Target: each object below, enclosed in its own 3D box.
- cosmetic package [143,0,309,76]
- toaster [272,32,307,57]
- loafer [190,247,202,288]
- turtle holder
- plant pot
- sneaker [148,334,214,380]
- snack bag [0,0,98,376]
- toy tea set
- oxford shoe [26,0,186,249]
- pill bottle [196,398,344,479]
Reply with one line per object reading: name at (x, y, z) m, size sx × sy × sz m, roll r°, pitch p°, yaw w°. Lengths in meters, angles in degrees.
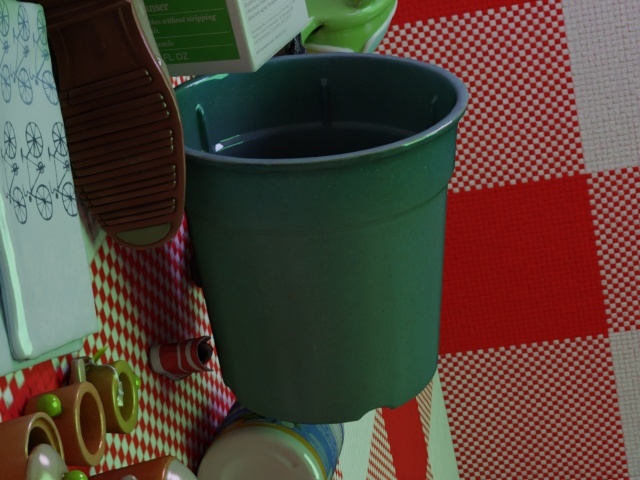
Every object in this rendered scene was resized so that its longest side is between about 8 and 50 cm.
cosmetic package at (-0.159, -0.366, 1.464) m, size 0.155 × 0.197 × 0.365 m, roll -50°, pitch 132°, yaw -51°
toaster at (-0.100, -0.306, 1.920) m, size 0.129 × 0.147 × 0.226 m, roll 60°, pitch 23°, yaw -61°
loafer at (-0.126, -0.055, 1.823) m, size 0.109 × 0.095 × 0.302 m, roll 40°, pitch 27°, yaw -26°
turtle holder at (0.010, -0.365, 2.315) m, size 0.227 × 0.243 × 0.320 m, roll 95°, pitch -12°, yaw -48°
plant pot at (0.000, 0.000, 1.566) m, size 0.341 × 0.341 × 0.334 m, roll -77°, pitch 163°, yaw -63°
sneaker at (-0.143, 0.132, 1.579) m, size 0.118 × 0.067 × 0.042 m, roll 28°, pitch 54°, yaw -76°
snack bag at (-0.270, -0.049, 1.140) m, size 0.342 × 0.037 × 0.323 m, roll -17°, pitch 99°, yaw -79°
toy tea set at (-0.177, 0.203, 1.193) m, size 0.336 × 0.124 × 0.200 m, roll -26°, pitch 107°, yaw -79°
oxford shoe at (-0.198, -0.165, 1.383) m, size 0.130 × 0.123 × 0.348 m, roll -84°, pitch 164°, yaw -71°
pill bottle at (-0.052, 0.254, 1.739) m, size 0.272 × 0.152 × 0.152 m, roll -62°, pitch 143°, yaw -73°
